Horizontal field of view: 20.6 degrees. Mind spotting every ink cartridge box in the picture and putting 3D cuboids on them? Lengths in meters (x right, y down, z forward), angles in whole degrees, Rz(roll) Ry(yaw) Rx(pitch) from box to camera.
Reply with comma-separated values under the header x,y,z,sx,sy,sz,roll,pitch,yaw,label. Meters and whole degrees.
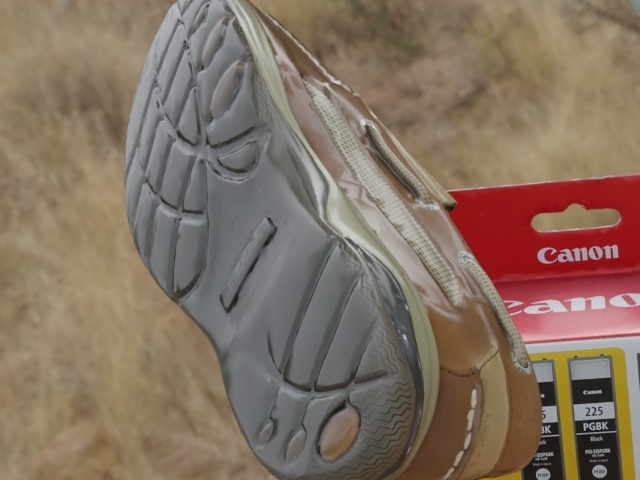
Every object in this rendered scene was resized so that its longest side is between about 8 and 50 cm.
x,y,z,sx,sy,sz,roll,pitch,yaw,label
0.178,0.104,1.173,0.310,0.271,0.130,-5,18,10,ink cartridge box

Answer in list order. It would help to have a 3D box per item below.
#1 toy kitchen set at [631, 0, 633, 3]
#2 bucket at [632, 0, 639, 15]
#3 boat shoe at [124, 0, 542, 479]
x,y,z,sx,sy,sz,roll,pitch,yaw,label
0.160,-0.219,1.054,0.166,0.207,0.122,-9,-27,-30,toy kitchen set
0.242,-0.144,0.646,0.281,0.281,0.183,-23,40,16,bucket
0.000,0.000,0.811,0.122,0.120,0.324,-56,38,27,boat shoe
